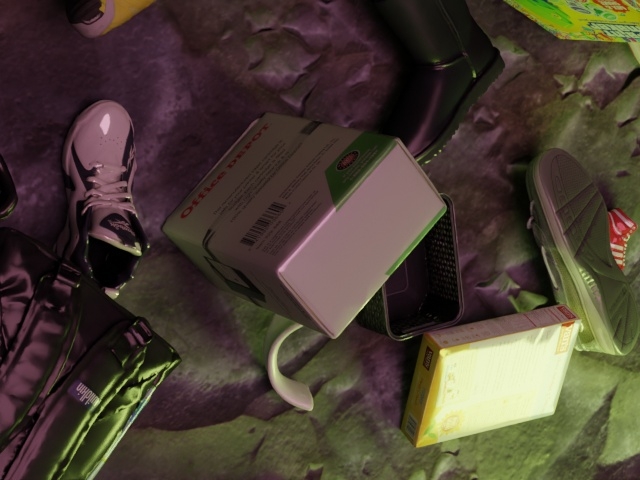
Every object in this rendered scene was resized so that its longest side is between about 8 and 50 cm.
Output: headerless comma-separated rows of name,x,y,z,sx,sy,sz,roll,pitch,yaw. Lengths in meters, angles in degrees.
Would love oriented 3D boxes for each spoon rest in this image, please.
spoon rest,-0.008,0.082,1.899,0.084,0.137,0.276,11,113,-20

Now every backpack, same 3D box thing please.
backpack,-0.372,0.205,1.668,0.290,0.273,0.356,39,60,-33

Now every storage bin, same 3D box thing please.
storage bin,0.109,0.028,1.989,0.122,0.084,0.180,-14,105,-27

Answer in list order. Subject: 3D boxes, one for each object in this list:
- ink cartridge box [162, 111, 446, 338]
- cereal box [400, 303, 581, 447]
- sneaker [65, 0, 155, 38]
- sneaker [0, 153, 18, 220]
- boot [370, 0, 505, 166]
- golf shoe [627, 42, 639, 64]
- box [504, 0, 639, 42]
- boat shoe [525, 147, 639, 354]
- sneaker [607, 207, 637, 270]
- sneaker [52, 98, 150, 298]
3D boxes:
ink cartridge box,-0.025,-0.028,1.785,0.211,0.289,0.121,-48,121,-14
cereal box,0.234,0.184,2.076,0.240,0.047,0.173,-9,127,-30
sneaker,-0.122,-0.349,1.709,0.384,0.145,0.147,-45,118,-13
sneaker,-0.432,-0.136,1.628,0.108,0.121,0.302,-50,118,-14
boot,0.115,-0.234,1.939,0.246,0.094,0.207,-49,122,-22
golf shoe,0.488,-0.370,2.108,0.115,0.140,0.306,-19,109,-28
box,0.334,-0.391,1.926,0.279,0.290,0.177,27,85,-30
boat shoe,0.348,0.021,2.117,0.118,0.103,0.320,-47,120,-39
sneaker,0.430,0.011,2.195,0.067,0.042,0.118,-26,108,-20
sneaker,-0.239,-0.040,1.736,0.094,0.153,0.235,16,91,-33
